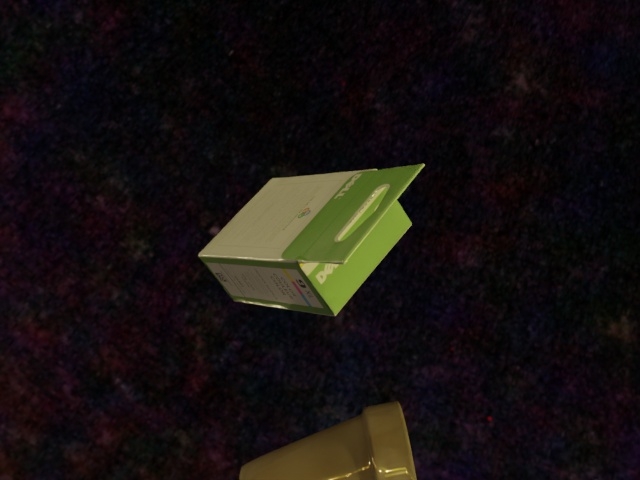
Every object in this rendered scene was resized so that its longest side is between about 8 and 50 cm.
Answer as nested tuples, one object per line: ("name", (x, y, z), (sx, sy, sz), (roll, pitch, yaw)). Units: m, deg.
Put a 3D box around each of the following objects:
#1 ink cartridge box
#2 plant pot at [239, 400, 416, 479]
("ink cartridge box", (0.000, 0.000, 0.690), (0.209, 0.109, 0.062), (0, 132, 54))
("plant pot", (0.018, 0.442, 1.388), (0.280, 0.323, 0.323), (-7, 133, 0))
